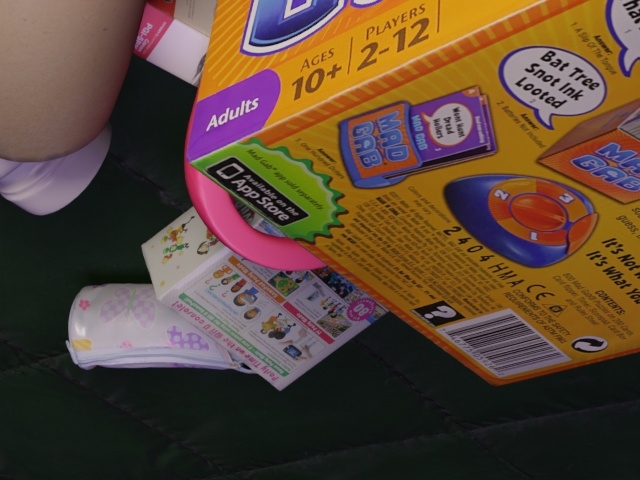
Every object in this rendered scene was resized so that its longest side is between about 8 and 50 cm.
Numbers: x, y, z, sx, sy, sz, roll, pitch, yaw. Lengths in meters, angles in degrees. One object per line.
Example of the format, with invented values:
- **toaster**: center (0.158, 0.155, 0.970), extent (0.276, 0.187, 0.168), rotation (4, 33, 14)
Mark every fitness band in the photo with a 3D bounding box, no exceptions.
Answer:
- **fitness band**: center (-0.005, -0.115, 0.999), extent (0.209, 0.291, 0.054), rotation (13, -171, -28)

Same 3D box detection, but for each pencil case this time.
- **pencil case**: center (-0.196, 0.120, 1.515), extent (0.273, 0.124, 0.113), rotation (1, 147, 10)

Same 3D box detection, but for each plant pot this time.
- **plant pot**: center (-0.237, -0.200, 0.875), extent (0.256, 0.256, 0.274), rotation (6, 141, 2)

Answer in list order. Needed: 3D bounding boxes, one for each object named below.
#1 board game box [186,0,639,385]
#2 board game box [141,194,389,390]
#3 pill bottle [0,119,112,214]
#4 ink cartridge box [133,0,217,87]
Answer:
- **board game box**: center (0.179, -0.160, 0.792), extent (0.356, 0.356, 0.356), rotation (-20, 139, 35)
- **board game box**: center (0.000, 0.000, 1.203), extent (0.303, 0.097, 0.224), rotation (-37, 133, 10)
- **pill bottle**: center (-0.353, -0.158, 1.065), extent (0.176, 0.176, 0.318), rotation (-18, 140, 33)
- **ink cartridge box**: center (-0.110, -0.190, 1.027), extent (0.135, 0.099, 0.056), rotation (27, 125, -23)
